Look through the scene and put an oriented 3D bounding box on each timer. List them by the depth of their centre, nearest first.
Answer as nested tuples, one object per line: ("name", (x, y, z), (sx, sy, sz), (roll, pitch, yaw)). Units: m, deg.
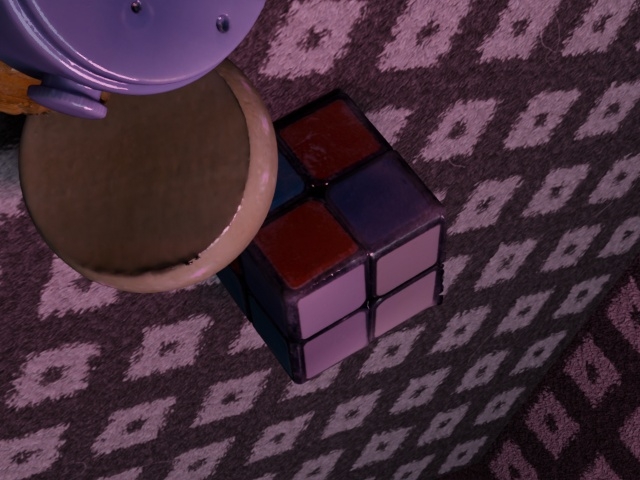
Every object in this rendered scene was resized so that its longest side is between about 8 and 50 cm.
("timer", (-0.221, -0.311, 1.245), (0.395, 0.173, 0.395), (-15, 110, -46))

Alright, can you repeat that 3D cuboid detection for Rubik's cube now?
("Rubik's cube", (0.000, 0.000, 2.103), (0.313, 0.318, 0.316), (-30, 150, -15))

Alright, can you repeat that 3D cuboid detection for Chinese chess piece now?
("Chinese chess piece", (-0.228, -0.104, 1.662), (0.349, 0.349, 0.146), (-42, 168, 7))

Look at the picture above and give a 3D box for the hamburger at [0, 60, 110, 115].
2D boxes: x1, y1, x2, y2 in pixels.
("hamburger", (-0.366, -0.230, 1.463), (0.285, 0.134, 0.265), (-1, 177, 25))
